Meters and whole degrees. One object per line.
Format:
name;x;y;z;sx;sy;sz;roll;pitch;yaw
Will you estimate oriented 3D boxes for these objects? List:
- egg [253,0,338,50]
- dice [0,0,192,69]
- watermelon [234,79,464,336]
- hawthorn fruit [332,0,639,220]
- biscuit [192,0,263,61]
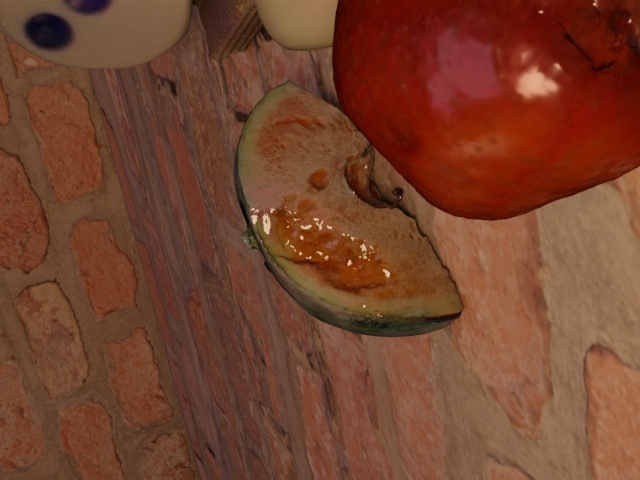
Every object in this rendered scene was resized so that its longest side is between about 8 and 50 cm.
egg;0.036;-0.253;0.680;0.271;0.161;0.206;51;-141;-70
dice;-0.312;-0.435;1.196;0.304;0.277;0.304;103;164;-60
watermelon;-0.006;0.001;1.004;0.322;0.175;0.188;63;158;26
hawthorn fruit;0.130;-0.118;0.504;0.299;0.211;0.211;4;111;66
biscuit;-0.109;-0.322;1.162;0.239;0.061;0.108;-23;84;69
